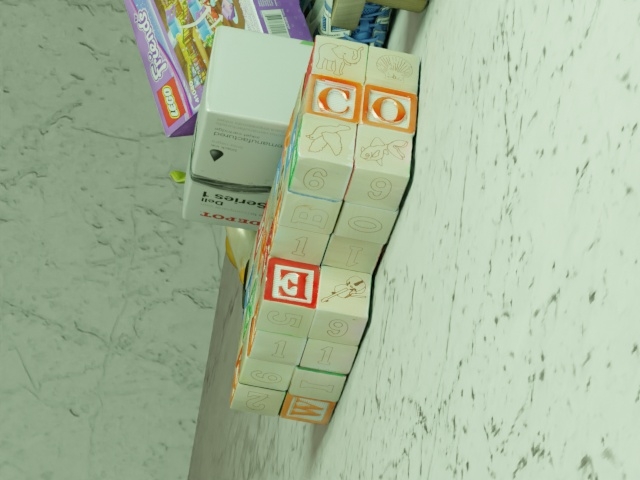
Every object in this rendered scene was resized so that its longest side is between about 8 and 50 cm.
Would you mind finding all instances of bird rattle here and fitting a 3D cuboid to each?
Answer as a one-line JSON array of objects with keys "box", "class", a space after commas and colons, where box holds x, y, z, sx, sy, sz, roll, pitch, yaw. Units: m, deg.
[{"box": [-0.091, -0.021, 1.961, 0.253, 0.143, 0.207, 72, -174, -77], "class": "bird rattle"}]

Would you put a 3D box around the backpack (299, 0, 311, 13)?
[{"box": [-0.034, -0.375, 1.667, 0.290, 0.273, 0.355, -55, 8, 45], "class": "backpack"}]

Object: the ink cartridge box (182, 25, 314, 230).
[{"box": [-0.034, -0.089, 1.438, 0.219, 0.160, 0.092, 111, 166, -63], "class": "ink cartridge box"}]

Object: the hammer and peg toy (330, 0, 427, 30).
[{"box": [0.058, -0.382, 1.259, 0.266, 0.127, 0.361, 111, 169, -58], "class": "hammer and peg toy"}]

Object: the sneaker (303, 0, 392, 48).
[{"box": [0.039, -0.208, 1.458, 0.211, 0.080, 0.081, 117, 141, -71], "class": "sneaker"}]

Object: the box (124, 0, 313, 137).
[{"box": [-0.121, -0.271, 1.514, 0.201, 0.057, 0.293, -31, 73, 51], "class": "box"}]

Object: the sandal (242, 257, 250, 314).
[{"box": [-0.034, 0.048, 1.713, 0.219, 0.060, 0.090, 142, 134, -59], "class": "sandal"}]

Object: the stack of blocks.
[{"box": [0.000, 0.000, 1.298, 0.297, 0.087, 0.171, 109, 170, -51], "class": "stack of blocks"}]
